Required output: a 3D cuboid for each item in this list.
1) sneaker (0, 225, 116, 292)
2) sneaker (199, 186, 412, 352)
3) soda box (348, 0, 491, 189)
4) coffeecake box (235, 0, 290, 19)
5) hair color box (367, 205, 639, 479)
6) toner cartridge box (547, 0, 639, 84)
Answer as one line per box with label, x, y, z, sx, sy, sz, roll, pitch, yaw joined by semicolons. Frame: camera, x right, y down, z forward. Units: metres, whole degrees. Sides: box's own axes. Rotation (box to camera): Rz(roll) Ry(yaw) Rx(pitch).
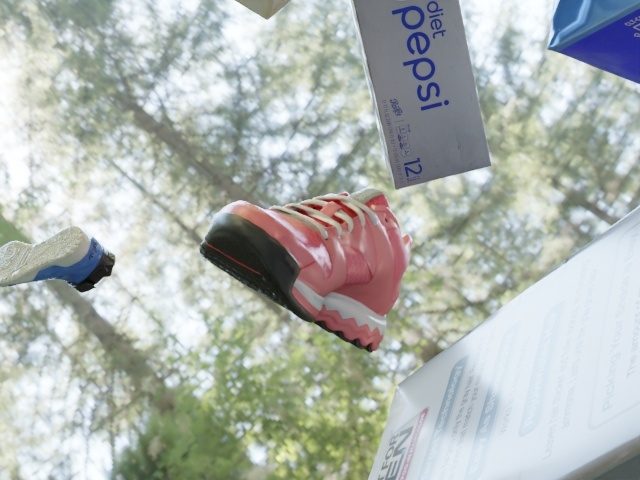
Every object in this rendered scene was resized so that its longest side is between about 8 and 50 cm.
sneaker;-0.304;0.033;1.229;0.152;0.058;0.084;-18;-35;24
sneaker;0.000;0.000;0.962;0.136;0.116;0.314;-60;-25;-2
soda box;0.081;-0.201;1.006;0.098;0.091;0.286;-14;-73;2
coffeecake box;-0.055;-0.238;0.584;0.068;0.142;0.185;-48;-16;-35
hair color box;0.166;0.083;0.527;0.374;0.113;0.185;-43;13;40
toner cartridge box;0.220;-0.184;0.384;0.075;0.348;0.165;15;-105;-21
